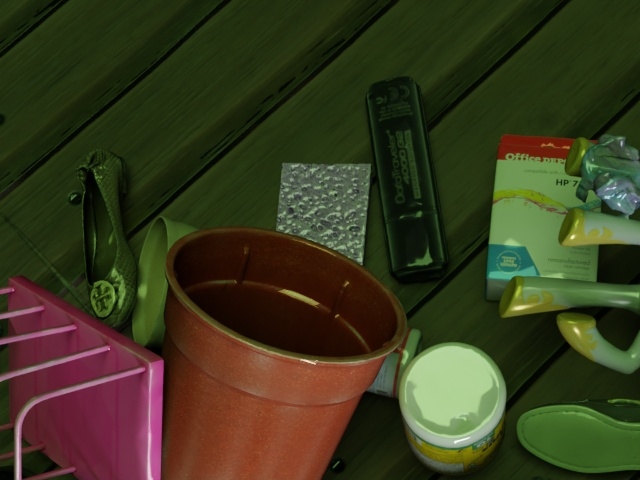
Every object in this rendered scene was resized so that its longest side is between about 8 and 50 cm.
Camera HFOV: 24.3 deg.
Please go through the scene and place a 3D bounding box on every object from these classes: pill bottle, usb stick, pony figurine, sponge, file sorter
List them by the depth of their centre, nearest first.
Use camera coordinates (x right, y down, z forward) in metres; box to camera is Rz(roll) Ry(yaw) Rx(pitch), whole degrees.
[{"bbox_3d":[-0.333,0.192,1.650,0.182,0.202,0.290,-13,26,-40],"label":"file sorter"},{"bbox_3d":[0.433,0.017,1.676,0.363,0.303,0.351,20,105,-11],"label":"pony figurine"},{"bbox_3d":[0.151,0.200,1.685,0.117,0.208,0.117,-2,67,5],"label":"pill bottle"},{"bbox_3d":[0.037,0.132,1.790,0.160,0.087,0.087,13,70,10],"label":"pill bottle"},{"bbox_3d":[0.000,0.000,1.879,0.117,0.031,0.210,3,68,7],"label":"sponge"},{"bbox_3d":[0.108,-0.079,1.894,0.077,0.045,0.278,-11,67,9],"label":"usb stick"}]

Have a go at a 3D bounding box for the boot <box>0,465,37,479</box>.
[{"bbox_3d":[-0.485,0.341,1.663,0.348,0.260,0.131,-28,68,-6],"label":"boot"}]

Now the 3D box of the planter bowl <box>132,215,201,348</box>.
[{"bbox_3d":[-0.157,0.058,1.817,0.109,0.162,0.162,9,66,-19],"label":"planter bowl"}]

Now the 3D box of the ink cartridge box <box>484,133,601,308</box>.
[{"bbox_3d":[0.278,-0.040,1.841,0.134,0.078,0.231,4,68,7],"label":"ink cartridge box"}]

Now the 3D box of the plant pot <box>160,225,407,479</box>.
[{"bbox_3d":[-0.072,0.165,1.661,0.272,0.272,0.265,25,117,15],"label":"plant pot"}]

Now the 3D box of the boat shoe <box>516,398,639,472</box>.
[{"bbox_3d":[0.345,0.224,1.734,0.227,0.069,0.081,6,108,12],"label":"boat shoe"}]

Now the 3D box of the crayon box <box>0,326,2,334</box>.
[{"bbox_3d":[-0.585,0.157,1.847,0.323,0.083,0.203,10,69,10],"label":"crayon box"}]

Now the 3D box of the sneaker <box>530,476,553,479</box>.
[{"bbox_3d":[0.159,0.386,1.664,0.299,0.121,0.112,-29,98,2],"label":"sneaker"}]

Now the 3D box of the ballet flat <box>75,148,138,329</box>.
[{"bbox_3d":[-0.276,-0.007,1.881,0.084,0.058,0.250,-23,60,32],"label":"ballet flat"}]
